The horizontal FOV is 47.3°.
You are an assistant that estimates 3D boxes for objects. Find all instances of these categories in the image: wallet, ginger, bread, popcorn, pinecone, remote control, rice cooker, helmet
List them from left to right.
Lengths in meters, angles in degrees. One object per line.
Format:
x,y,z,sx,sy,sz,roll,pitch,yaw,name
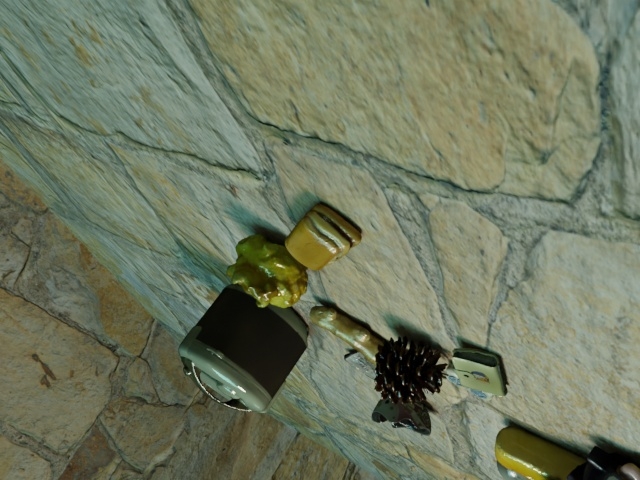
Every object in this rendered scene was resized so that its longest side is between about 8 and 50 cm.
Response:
-0.232,0.329,2.159,0.335,0.325,0.335,29,158,13,rice cooker
-0.122,0.080,1.713,0.198,0.155,0.197,26,169,5,popcorn
0.000,0.000,1.475,0.116,0.077,0.200,44,158,-1,bread
0.100,0.257,1.878,0.299,0.065,0.118,31,145,5,ginger
0.244,0.496,2.132,0.177,0.107,0.153,20,160,-15,helmet
0.216,0.304,1.700,0.165,0.162,0.163,-1,144,24,pinecone
0.351,0.333,1.717,0.122,0.032,0.074,27,158,21,remote control
0.349,0.287,1.603,0.110,0.039,0.155,9,149,27,wallet
0.545,0.542,1.791,0.246,0.102,0.094,20,149,28,bread

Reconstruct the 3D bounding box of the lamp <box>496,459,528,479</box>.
0.513,0.583,1.912,0.105,0.105,0.105,30,158,13,lamp

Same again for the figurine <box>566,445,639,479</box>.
0.677,0.568,1.567,0.309,0.308,0.143,21,-161,31,figurine

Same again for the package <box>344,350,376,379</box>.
0.169,0.358,2.040,0.154,0.030,0.239,39,158,-10,package
